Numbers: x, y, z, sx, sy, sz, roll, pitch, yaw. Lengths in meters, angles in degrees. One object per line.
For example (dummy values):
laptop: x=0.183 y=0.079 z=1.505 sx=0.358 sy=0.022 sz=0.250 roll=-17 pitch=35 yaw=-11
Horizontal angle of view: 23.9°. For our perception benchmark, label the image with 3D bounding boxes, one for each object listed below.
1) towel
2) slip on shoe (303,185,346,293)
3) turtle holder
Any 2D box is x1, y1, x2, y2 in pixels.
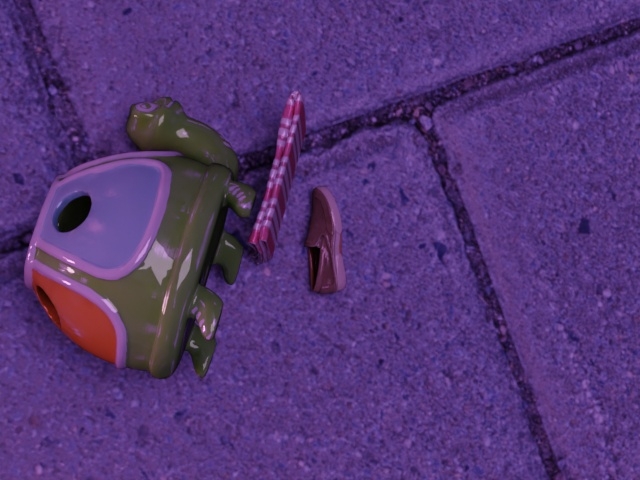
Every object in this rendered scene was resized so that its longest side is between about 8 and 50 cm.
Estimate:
towel: x=-0.053 y=-0.075 z=1.836 sx=0.029 sy=0.144 sz=0.197 roll=14 pitch=79 yaw=3
slip on shoe: x=0.000 y=0.000 z=1.895 sx=0.041 sy=0.051 sz=0.135 roll=-8 pitch=96 yaw=-23
turtle holder: x=-0.200 y=-0.013 z=1.725 sx=0.227 sy=0.243 sz=0.320 roll=16 pitch=89 yaw=-1
